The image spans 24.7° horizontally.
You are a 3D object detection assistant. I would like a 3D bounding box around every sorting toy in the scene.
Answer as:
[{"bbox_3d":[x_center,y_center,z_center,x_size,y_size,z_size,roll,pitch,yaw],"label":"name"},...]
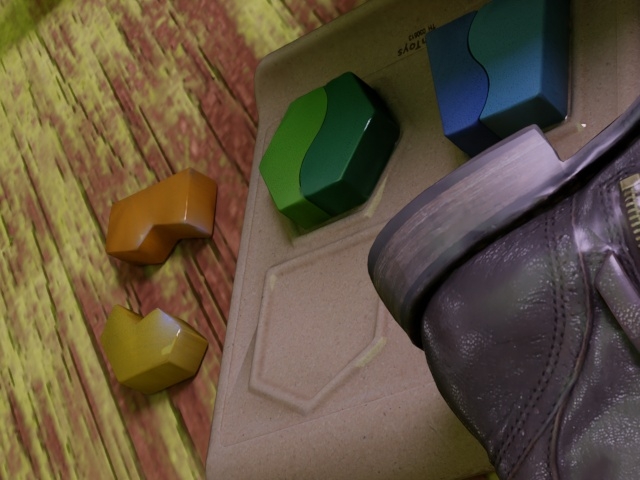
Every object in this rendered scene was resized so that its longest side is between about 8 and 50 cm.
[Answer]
[{"bbox_3d":[0.000,0.000,0.615,0.307,0.041,0.229,-22,52,38],"label":"sorting toy"}]

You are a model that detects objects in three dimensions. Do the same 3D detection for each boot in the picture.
[{"bbox_3d":[0.149,0.042,0.403,0.263,0.091,0.229,-35,56,14],"label":"boot"}]
